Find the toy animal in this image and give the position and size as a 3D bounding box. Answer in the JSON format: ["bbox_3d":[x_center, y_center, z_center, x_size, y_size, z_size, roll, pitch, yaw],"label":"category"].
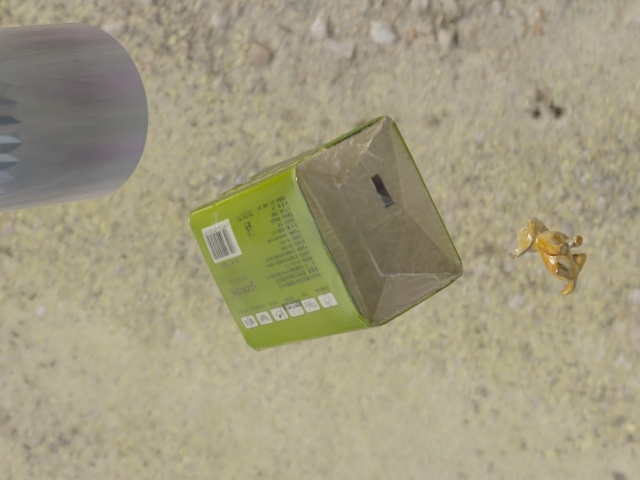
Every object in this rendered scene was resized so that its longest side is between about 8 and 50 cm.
[{"bbox_3d":[0.246,0.015,1.505,0.083,0.060,0.081,11,121,50],"label":"toy animal"}]

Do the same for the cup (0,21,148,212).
[{"bbox_3d":[-0.429,-0.162,1.837,0.253,0.371,0.253,6,101,32],"label":"cup"}]

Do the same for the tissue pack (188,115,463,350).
[{"bbox_3d":[0.000,0.000,1.589,0.275,0.167,0.200,-19,99,58],"label":"tissue pack"}]
